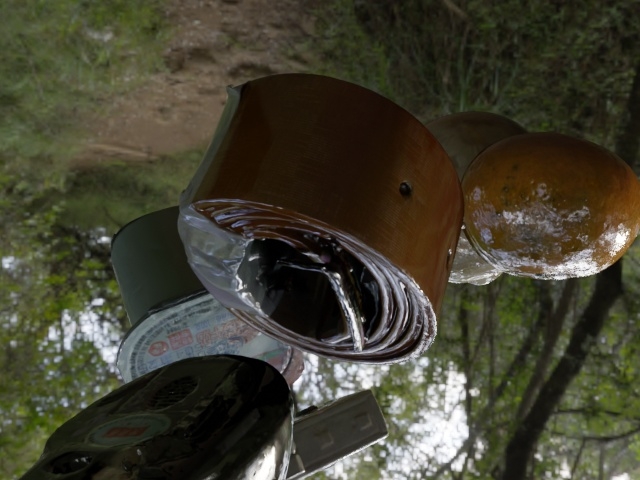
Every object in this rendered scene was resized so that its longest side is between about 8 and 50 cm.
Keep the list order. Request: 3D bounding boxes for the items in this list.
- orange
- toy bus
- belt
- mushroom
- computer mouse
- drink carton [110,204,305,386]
[{"bbox_3d":[0.286,-0.037,0.946,0.240,0.171,0.240,10,168,2],"label":"orange"},{"bbox_3d":[-0.034,0.284,1.001,0.268,0.092,0.106,-15,168,-34],"label":"toy bus"},{"bbox_3d":[0.000,0.000,0.505,0.184,0.105,0.261,13,158,16],"label":"belt"},{"bbox_3d":[0.258,-0.054,1.236,0.292,0.293,0.290,5,158,33],"label":"mushroom"},{"bbox_3d":[-0.096,0.146,0.382,0.137,0.096,0.233,-14,-164,33],"label":"computer mouse"},{"bbox_3d":[-0.135,0.066,0.814,0.185,0.191,0.190,-18,-136,-9],"label":"drink carton"}]
